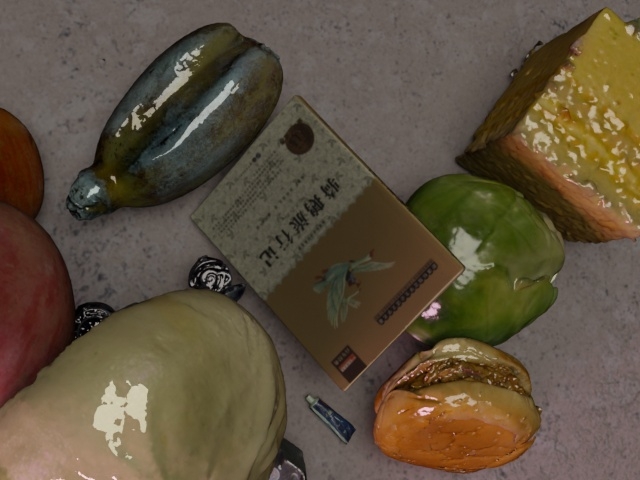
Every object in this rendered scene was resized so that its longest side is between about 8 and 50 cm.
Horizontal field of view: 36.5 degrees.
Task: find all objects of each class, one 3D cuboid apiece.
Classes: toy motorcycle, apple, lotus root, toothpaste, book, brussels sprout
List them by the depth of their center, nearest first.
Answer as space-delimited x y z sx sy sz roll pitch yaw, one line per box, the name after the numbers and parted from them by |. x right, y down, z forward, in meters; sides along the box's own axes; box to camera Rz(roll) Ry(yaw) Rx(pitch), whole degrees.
-0.420 0.093 1.054 0.345 0.345 0.269 21 49 -9 | apple
-0.434 -0.080 1.165 0.195 0.160 0.173 1 105 -6 | apple
0.000 0.000 1.203 0.217 0.021 0.310 -47 72 14 | book
-0.206 0.126 1.213 0.263 0.091 0.157 -21 96 -12 | toy motorcycle
-0.185 -0.135 1.222 0.158 0.140 0.322 42 82 14 | lotus root
0.191 0.029 1.250 0.244 0.244 0.244 1 83 -12 | brussels sprout
0.012 0.233 1.280 0.083 0.019 0.027 43 60 -8 | toothpaste

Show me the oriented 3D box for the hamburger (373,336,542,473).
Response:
0.170 0.212 1.220 0.214 0.214 0.108 11 53 -11 | hamburger

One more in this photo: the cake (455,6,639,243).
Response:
0.367 -0.168 1.298 0.222 0.227 0.286 37 80 -10 | cake

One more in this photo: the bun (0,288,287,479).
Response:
-0.174 0.234 1.027 0.364 0.364 0.202 -40 62 -14 | bun

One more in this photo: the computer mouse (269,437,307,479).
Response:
-0.079 0.355 1.220 0.126 0.071 0.231 14 92 3 | computer mouse
